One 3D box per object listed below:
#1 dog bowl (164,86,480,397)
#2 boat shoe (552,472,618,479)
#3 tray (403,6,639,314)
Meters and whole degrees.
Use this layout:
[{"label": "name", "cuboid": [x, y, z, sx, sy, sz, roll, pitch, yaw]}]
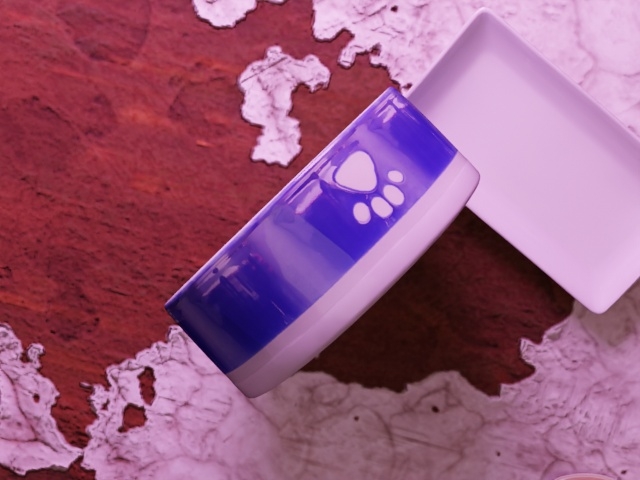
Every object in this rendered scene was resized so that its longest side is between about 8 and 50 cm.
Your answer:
[{"label": "dog bowl", "cuboid": [0.000, 0.000, 0.854, 0.265, 0.265, 0.104, -43, 93, 14]}, {"label": "boat shoe", "cuboid": [0.284, 0.259, 0.999, 0.136, 0.045, 0.050, 9, 105, 4]}, {"label": "tray", "cuboid": [0.199, -0.069, 0.936, 0.270, 0.030, 0.145, 40, 104, -4]}]
